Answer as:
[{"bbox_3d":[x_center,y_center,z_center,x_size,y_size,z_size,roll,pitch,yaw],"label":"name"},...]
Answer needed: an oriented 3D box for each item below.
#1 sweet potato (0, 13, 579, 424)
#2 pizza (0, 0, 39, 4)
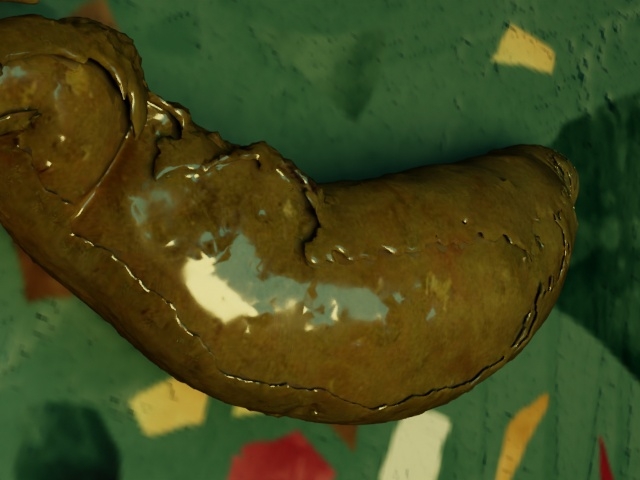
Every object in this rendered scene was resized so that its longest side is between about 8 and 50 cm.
[{"bbox_3d":[-0.001,0.003,0.445,0.310,0.098,0.124,6,71,-39],"label":"sweet potato"},{"bbox_3d":[-0.169,-0.199,0.362,0.161,0.085,0.305,-39,104,-11],"label":"pizza"}]
